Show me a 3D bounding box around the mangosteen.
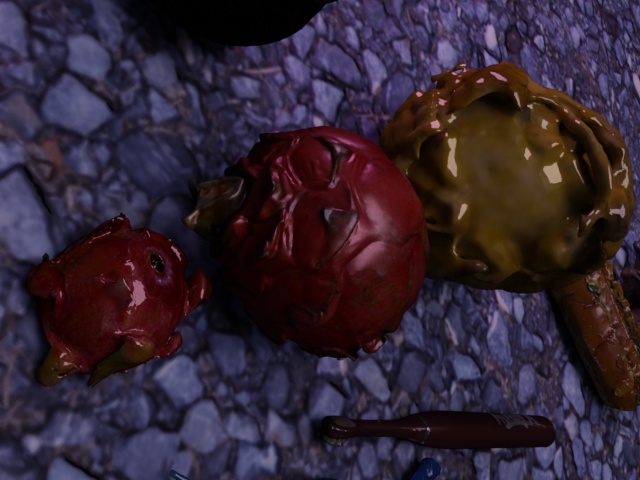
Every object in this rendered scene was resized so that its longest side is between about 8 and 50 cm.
[{"bbox_3d":[-0.038,-0.241,0.563,0.194,0.231,0.194,-22,118,-50],"label":"mangosteen"}]

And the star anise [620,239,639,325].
[{"bbox_3d":[0.515,0.121,1.144,0.208,0.063,0.171,55,49,-20],"label":"star anise"}]

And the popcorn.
[{"bbox_3d":[0.170,-0.052,0.737,0.250,0.250,0.190,62,29,-14],"label":"popcorn"}]

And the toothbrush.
[{"bbox_3d":[0.134,0.193,0.760,0.364,0.041,0.040,14,70,-43],"label":"toothbrush"}]

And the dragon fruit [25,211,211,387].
[{"bbox_3d":[-0.132,0.036,0.515,0.126,0.068,0.112,-14,89,-47],"label":"dragon fruit"}]

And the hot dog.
[{"bbox_3d":[0.374,0.111,1.003,0.115,0.072,0.268,-41,110,-34],"label":"hot dog"}]

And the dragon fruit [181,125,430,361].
[{"bbox_3d":[0.000,0.000,0.589,0.209,0.172,0.172,47,50,-39],"label":"dragon fruit"}]

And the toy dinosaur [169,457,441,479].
[{"bbox_3d":[0.016,0.253,0.604,0.329,0.076,0.144,15,63,-45],"label":"toy dinosaur"}]
